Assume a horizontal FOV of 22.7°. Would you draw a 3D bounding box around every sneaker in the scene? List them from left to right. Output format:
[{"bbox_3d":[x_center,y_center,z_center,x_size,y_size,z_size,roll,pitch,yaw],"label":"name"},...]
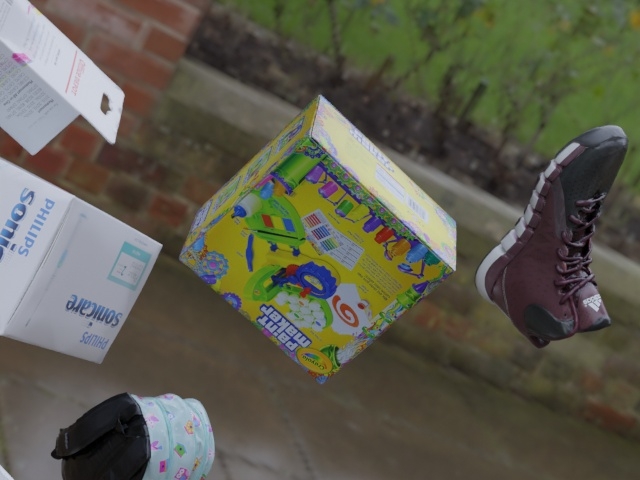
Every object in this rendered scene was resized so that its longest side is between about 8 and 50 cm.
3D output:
[{"bbox_3d":[0.300,0.014,1.816,0.106,0.281,0.162,-8,51,-38],"label":"sneaker"}]

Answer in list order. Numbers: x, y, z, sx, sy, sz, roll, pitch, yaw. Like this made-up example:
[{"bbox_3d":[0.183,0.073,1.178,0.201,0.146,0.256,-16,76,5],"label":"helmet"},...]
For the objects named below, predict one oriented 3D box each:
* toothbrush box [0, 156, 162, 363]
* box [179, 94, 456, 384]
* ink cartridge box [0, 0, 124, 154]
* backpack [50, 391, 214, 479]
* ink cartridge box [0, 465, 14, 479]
[{"bbox_3d":[-0.311,-0.022,1.330,0.295,0.126,0.216,27,-3,17],"label":"toothbrush box"},{"bbox_3d":[0.000,0.000,2.333,0.290,0.279,0.177,43,21,-14],"label":"box"},{"bbox_3d":[-0.250,-0.144,1.318,0.181,0.061,0.104,44,21,-23],"label":"ink cartridge box"},{"bbox_3d":[-0.196,0.234,1.690,0.115,0.182,0.152,-1,53,-40],"label":"backpack"},{"bbox_3d":[-0.407,0.193,1.266,0.306,0.226,0.131,48,-32,-9],"label":"ink cartridge box"}]
